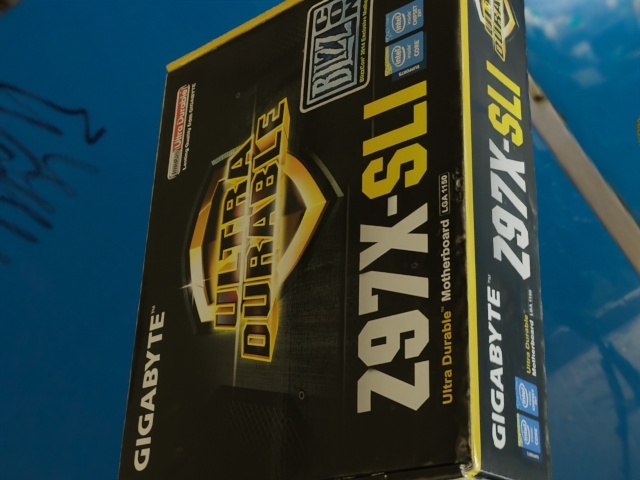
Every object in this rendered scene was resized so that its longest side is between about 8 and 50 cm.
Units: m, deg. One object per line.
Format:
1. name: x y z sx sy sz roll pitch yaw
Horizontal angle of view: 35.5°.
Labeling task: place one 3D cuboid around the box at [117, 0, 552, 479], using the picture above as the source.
1. box: 0.000 0.000 0.596 0.257 0.079 0.321 -17 -120 37

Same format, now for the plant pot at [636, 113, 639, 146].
1. plant pot: 0.174 -0.049 0.399 0.079 0.083 0.083 -20 -140 52
